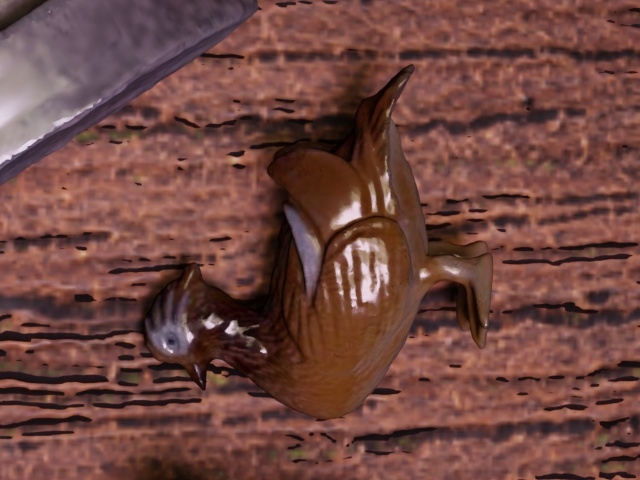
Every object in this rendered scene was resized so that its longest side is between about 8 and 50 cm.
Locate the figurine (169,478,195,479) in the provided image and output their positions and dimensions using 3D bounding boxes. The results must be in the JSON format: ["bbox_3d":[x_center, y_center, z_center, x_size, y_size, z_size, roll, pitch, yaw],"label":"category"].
[{"bbox_3d":[-0.064,0.314,0.941,0.248,0.203,0.381,16,86,-12],"label":"figurine"}]

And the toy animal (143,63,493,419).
[{"bbox_3d":[0.000,0.000,1.020,0.179,0.089,0.188,3,96,0],"label":"toy animal"}]

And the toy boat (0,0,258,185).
[{"bbox_3d":[-0.170,-0.156,0.958,0.276,0.111,0.294,-20,86,-21],"label":"toy boat"}]
